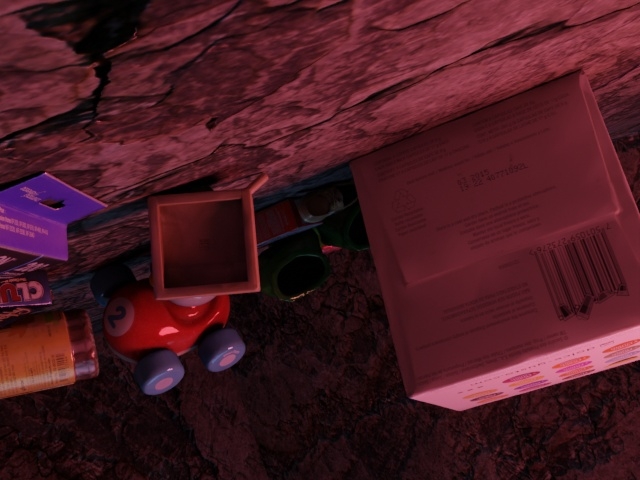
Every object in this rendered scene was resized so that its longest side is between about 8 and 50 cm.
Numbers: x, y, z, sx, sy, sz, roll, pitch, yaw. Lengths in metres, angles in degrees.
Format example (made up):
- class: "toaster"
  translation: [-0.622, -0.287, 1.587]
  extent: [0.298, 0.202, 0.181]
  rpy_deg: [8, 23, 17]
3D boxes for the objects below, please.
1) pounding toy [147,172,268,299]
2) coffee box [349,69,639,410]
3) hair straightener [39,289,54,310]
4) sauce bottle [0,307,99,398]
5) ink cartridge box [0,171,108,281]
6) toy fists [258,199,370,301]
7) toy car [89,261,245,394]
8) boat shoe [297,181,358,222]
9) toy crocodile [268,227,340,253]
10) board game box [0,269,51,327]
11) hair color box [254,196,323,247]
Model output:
- class: "pounding toy"
  translation: [-0.118, -0.009, 0.907]
  extent: [0.130, 0.141, 0.100]
  rpy_deg: [-5, 175, -3]
- class: "coffee box"
  translation: [0.277, 0.029, 1.163]
  extent: [0.337, 0.338, 0.334]
  rpy_deg: [-19, 160, 15]
- class: "hair straightener"
  translation: [-0.424, 0.075, 1.141]
  extent: [0.089, 0.047, 0.230]
  rpy_deg: [-19, 172, -7]
- class: "sauce bottle"
  translation: [-0.486, 0.172, 1.115]
  extent: [0.344, 0.111, 0.111]
  rpy_deg: [-9, 172, -23]
- class: "ink cartridge box"
  translation: [-0.301, 0.008, 0.713]
  extent: [0.208, 0.045, 0.206]
  rpy_deg: [-21, 176, -2]
- class: "toy fists"
  translation: [0.000, 0.000, 1.407]
  extent: [0.279, 0.096, 0.142]
  rpy_deg: [-37, -166, -12]
- class: "toy car"
  translation: [-0.226, 0.070, 1.252]
  extent: [0.210, 0.219, 0.238]
  rpy_deg: [-16, 146, -31]
- class: "boat shoe"
  translation: [0.017, -0.067, 1.277]
  extent: [0.045, 0.050, 0.135]
  rpy_deg: [-27, -178, 42]
- class: "toy crocodile"
  translation: [0.062, -0.030, 1.570]
  extent: [0.340, 0.105, 0.115]
  rpy_deg: [-17, 176, -24]
- class: "board game box"
  translation: [-0.448, 0.088, 0.939]
  extent: [0.243, 0.042, 0.165]
  rpy_deg: [-22, 166, 39]
- class: "hair color box"
  translation: [-0.091, -0.019, 1.338]
  extent: [0.167, 0.053, 0.093]
  rpy_deg: [-20, 178, 28]
